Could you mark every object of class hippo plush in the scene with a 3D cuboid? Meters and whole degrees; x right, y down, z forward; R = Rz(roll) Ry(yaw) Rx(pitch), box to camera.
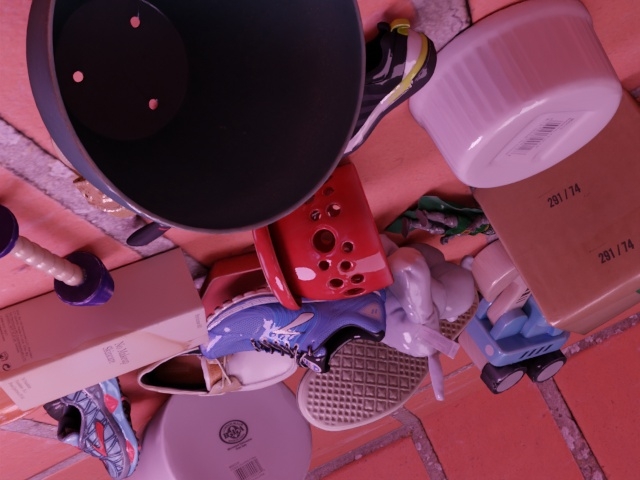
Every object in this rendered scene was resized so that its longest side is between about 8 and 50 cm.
[{"bbox_3d":[0.189,0.080,1.733,0.236,0.294,0.234,-30,141,-42],"label":"hippo plush"}]

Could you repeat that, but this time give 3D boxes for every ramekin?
[{"bbox_3d":[0.273,-0.191,1.307,0.277,0.135,0.277,-21,158,-9],"label":"ramekin"}]

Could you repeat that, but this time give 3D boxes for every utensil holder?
[{"bbox_3d":[-0.221,0.450,1.959,0.327,0.328,0.385,-13,160,-27],"label":"utensil holder"}]

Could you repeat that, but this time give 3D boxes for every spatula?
[{"bbox_3d":[-0.187,-0.040,1.204,0.084,0.030,0.296,3,158,-32],"label":"spatula"}]

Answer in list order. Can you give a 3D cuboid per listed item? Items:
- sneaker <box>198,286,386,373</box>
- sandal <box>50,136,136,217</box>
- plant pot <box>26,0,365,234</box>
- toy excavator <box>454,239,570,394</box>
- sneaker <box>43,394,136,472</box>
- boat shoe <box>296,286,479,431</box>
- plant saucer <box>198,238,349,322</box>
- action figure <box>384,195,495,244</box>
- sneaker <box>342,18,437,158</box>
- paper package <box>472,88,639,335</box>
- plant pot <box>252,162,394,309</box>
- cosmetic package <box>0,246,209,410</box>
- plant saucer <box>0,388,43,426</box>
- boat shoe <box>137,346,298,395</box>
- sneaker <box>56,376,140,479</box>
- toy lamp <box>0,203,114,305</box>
[{"bbox_3d":[-0.045,0.153,1.590,0.330,0.147,0.130,-14,158,6],"label":"sneaker"},{"bbox_3d":[-0.241,-0.065,1.125,0.088,0.079,0.240,-23,158,-4],"label":"sandal"},{"bbox_3d":[-0.134,-0.157,0.831,0.290,0.290,0.195,-8,-171,-36],"label":"plant pot"},{"bbox_3d":[0.457,0.147,2.244,0.433,0.222,0.445,-8,139,-35],"label":"toy excavator"},{"bbox_3d":[-0.416,0.366,1.815,0.106,0.162,0.281,-28,159,8],"label":"sneaker"},{"bbox_3d":[0.130,0.226,1.941,0.500,0.187,0.156,-37,-178,-37],"label":"boat shoe"},{"bbox_3d":[-0.109,0.082,1.647,0.258,0.048,0.259,-12,156,-29],"label":"plant saucer"},{"bbox_3d":[0.246,-0.031,1.738,0.232,0.063,0.137,2,158,-41],"label":"action figure"},{"bbox_3d":[0.039,-0.191,1.173,0.097,0.084,0.234,24,131,-31],"label":"sneaker"},{"bbox_3d":[0.480,-0.043,1.628,0.325,0.309,0.168,-37,156,25],"label":"paper package"},{"bbox_3d":[0.000,0.000,1.396,0.174,0.191,0.191,-18,159,6],"label":"plant pot"},{"bbox_3d":[-0.334,0.136,1.447,0.309,0.113,0.160,-19,158,-11],"label":"cosmetic package"},{"bbox_3d":[-0.559,0.272,1.622,0.200,0.037,0.200,-22,157,-9],"label":"plant saucer"},{"bbox_3d":[-0.182,0.232,1.712,0.302,0.113,0.103,-12,-175,13],"label":"boat shoe"},{"bbox_3d":[-0.410,0.330,1.689,0.125,0.104,0.262,-29,122,-32],"label":"sneaker"},{"bbox_3d":[-0.350,0.031,1.233,0.080,0.080,0.274,-28,159,7],"label":"toy lamp"}]
